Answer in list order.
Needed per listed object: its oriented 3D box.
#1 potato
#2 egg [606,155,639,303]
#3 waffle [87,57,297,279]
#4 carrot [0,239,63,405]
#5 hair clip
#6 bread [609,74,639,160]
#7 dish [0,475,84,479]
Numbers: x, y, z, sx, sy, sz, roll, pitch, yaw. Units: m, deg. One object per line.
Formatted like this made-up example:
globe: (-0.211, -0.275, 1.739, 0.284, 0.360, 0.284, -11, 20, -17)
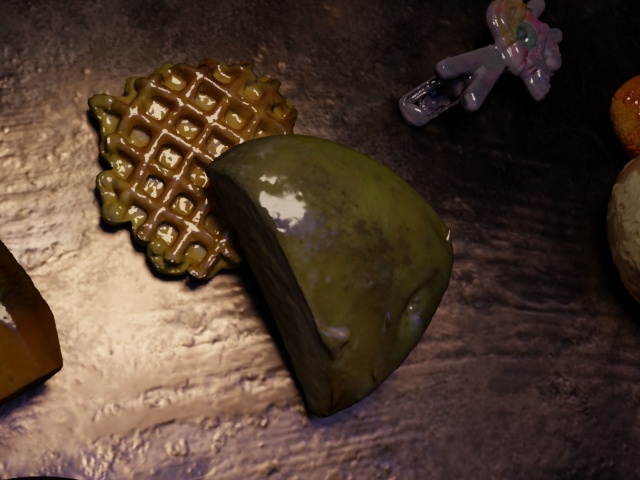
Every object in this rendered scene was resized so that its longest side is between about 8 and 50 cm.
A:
potato: (0.000, 0.000, 0.877, 0.255, 0.112, 0.269, 42, 61, -22)
egg: (0.440, -0.003, 1.027, 0.195, 0.195, 0.233, -17, 62, -23)
waffle: (-0.124, -0.080, 0.932, 0.243, 0.059, 0.238, -17, 83, -21)
carrot: (-0.346, 0.011, 0.789, 0.114, 0.114, 0.302, -33, 85, -25)
hair clip: (0.223, -0.220, 1.076, 0.278, 0.090, 0.137, -36, 96, -25)
bread: (0.487, -0.115, 1.133, 0.269, 0.095, 0.139, 42, 72, -7)
dish: (-0.237, 0.358, 0.698, 0.316, 0.106, 0.316, 5, 56, -8)
